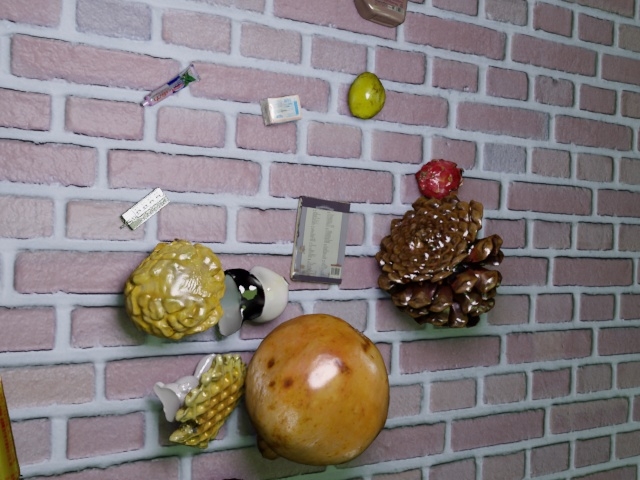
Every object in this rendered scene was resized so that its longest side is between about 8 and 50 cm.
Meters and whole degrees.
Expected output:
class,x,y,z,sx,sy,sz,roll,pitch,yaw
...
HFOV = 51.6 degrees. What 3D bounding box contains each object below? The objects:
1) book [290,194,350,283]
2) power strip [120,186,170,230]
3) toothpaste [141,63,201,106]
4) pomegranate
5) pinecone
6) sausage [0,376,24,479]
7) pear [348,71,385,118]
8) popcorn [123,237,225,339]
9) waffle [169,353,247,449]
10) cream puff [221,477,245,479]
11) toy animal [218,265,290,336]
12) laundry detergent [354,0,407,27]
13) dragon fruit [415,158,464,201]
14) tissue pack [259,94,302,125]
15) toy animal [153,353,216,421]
class,x,y,z,sx,sy,sz,roll,pitch,yaw
book,0.000,0.000,1.823,0.158,0.026,0.231,8,88,-30
power strip,-0.427,-0.073,1.599,0.136,0.019,0.051,-42,111,-21
toothpaste,-0.367,-0.373,1.621,0.170,0.028,0.045,-40,115,-25
pomegranate,-0.024,0.388,1.641,0.410,0.410,0.409,-1,91,-28
pinecone,0.355,0.085,1.843,0.385,0.384,0.384,-1,91,-28
sausage,-0.717,0.380,1.399,0.125,0.117,0.317,-9,96,-26
pear,0.129,-0.400,1.836,0.107,0.107,0.131,16,90,-27
popcorn,-0.333,0.117,1.563,0.250,0.190,0.250,4,76,-15
waffle,-0.258,0.388,1.594,0.250,0.056,0.261,-55,154,-13
cream puff,-0.224,0.707,1.637,0.239,0.165,0.238,-1,92,-28
toy animal,-0.172,0.149,1.681,0.179,0.138,0.165,-5,113,-35
laundry detergent,0.173,-0.739,1.868,0.171,0.076,0.237,8,87,-27
dragon fruit,0.352,-0.175,1.950,0.166,0.136,0.133,-29,138,-51
tissue pack,-0.102,-0.345,1.741,0.095,0.059,0.074,-13,99,-26
toy animal,-0.309,0.371,1.621,0.131,0.127,0.182,59,22,5
